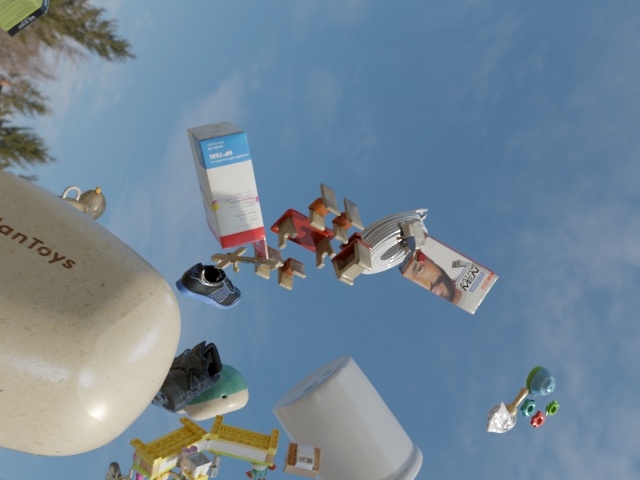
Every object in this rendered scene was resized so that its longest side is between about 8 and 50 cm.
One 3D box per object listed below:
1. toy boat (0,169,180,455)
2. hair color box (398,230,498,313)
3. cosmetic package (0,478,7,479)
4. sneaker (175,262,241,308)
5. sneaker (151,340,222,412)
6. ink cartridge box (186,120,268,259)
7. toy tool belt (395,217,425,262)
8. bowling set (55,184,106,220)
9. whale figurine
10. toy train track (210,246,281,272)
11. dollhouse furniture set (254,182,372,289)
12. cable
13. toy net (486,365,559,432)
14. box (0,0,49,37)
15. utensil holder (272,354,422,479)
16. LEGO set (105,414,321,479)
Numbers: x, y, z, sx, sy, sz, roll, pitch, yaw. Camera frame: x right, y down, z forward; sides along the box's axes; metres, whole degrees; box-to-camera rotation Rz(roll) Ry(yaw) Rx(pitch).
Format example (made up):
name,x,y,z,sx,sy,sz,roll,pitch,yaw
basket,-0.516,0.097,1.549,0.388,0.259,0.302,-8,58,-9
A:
name,x,y,z,sx,sy,sz,roll,pitch,yaw
toy boat,-0.252,0.074,0.332,0.148,0.268,0.318,-55,-178,30
hair color box,0.249,0.063,1.095,0.093,0.167,0.053,-60,-171,12
cosmetic package,-0.681,0.589,1.129,0.151,0.184,0.151,-96,-150,-56
sneaker,-0.266,0.116,1.454,0.090,0.232,0.081,-41,-117,14
sneaker,-0.261,0.245,1.038,0.228,0.130,0.087,-10,-77,56
ink cartridge box,-0.157,-0.076,0.952,0.134,0.078,0.230,-139,-142,-62
toy tool belt,0.168,0.002,1.044,0.051,0.052,0.083,-12,-92,55
bowling set,-0.440,0.011,0.849,0.200,0.154,0.286,33,-68,21
whale figurine,-0.316,0.423,1.594,0.272,0.216,0.141,-27,-105,63
toy train track,-0.079,0.025,0.592,0.083,0.048,0.014,5,-62,28
dollhouse furniture set,0.000,0.000,1.378,0.262,0.259,0.135,-41,-142,28
cable,0.219,0.011,1.788,0.089,0.257,0.257,61,-41,26
toy net,0.446,0.377,1.257,0.045,0.232,0.122,25,-52,56
box,-0.571,-0.458,0.920,0.087,0.232,0.058,-30,-132,11
utensil holder,0.076,0.605,1.758,0.328,0.328,0.385,-36,-91,32
LEGO set,-0.144,0.312,0.737,0.132,0.287,0.107,32,-68,50
